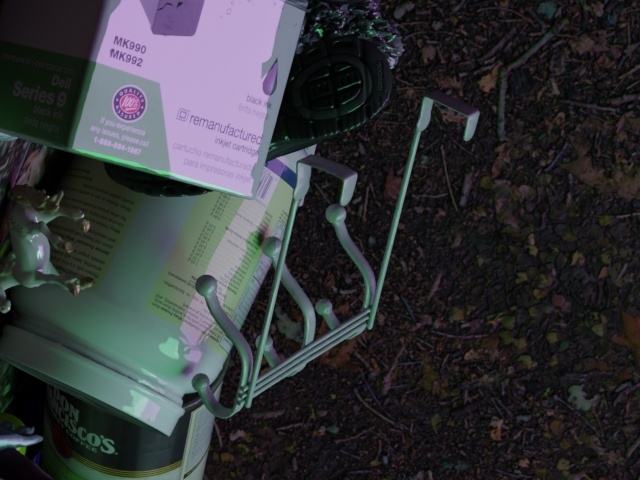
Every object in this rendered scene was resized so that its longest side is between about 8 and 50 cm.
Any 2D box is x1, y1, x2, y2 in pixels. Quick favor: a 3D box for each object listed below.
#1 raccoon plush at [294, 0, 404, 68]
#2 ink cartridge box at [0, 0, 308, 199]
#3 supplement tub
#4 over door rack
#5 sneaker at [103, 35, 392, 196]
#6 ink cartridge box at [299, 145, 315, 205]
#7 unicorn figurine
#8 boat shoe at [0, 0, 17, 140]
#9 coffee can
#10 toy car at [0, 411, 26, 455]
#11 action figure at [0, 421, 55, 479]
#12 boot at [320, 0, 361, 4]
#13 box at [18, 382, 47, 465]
[{"bbox_3d":[-0.020,-0.323,1.936,0.446,0.216,0.299,-44,137,-82],"label":"raccoon plush"},{"bbox_3d":[-0.120,-0.198,1.457,0.211,0.121,0.289,14,92,-48],"label":"ink cartridge box"},{"bbox_3d":[-0.174,0.013,1.941,0.235,0.235,0.325,86,29,-79],"label":"supplement tub"},{"bbox_3d":[0.000,0.000,1.844,0.239,0.108,0.324,-30,153,-49],"label":"over door rack"},{"bbox_3d":[-0.066,-0.108,1.802,0.130,0.286,0.109,11,64,-85],"label":"sneaker"},{"bbox_3d":[-0.033,-0.239,2.498,0.261,0.066,0.296,102,-8,-48],"label":"ink cartridge box"},{"bbox_3d":[-0.273,0.018,1.796,0.060,0.111,0.162,-26,127,-62],"label":"unicorn figurine"},{"bbox_3d":[-0.214,-0.178,1.506,0.076,0.083,0.226,-42,157,-80],"label":"boat shoe"},{"bbox_3d":[-0.219,0.197,2.179,0.275,0.201,0.201,103,12,-48],"label":"coffee can"},{"bbox_3d":[-0.376,0.226,1.715,0.188,0.149,0.155,-23,143,-37],"label":"toy car"},{"bbox_3d":[-0.348,0.316,1.515,0.276,0.248,0.370,-27,138,-80],"label":"action figure"},{"bbox_3d":[-0.038,-0.369,1.694,0.223,0.118,0.338,-43,115,-77],"label":"boot"},{"bbox_3d":[-0.347,0.237,2.331,0.225,0.036,0.136,-61,173,-49],"label":"box"}]
